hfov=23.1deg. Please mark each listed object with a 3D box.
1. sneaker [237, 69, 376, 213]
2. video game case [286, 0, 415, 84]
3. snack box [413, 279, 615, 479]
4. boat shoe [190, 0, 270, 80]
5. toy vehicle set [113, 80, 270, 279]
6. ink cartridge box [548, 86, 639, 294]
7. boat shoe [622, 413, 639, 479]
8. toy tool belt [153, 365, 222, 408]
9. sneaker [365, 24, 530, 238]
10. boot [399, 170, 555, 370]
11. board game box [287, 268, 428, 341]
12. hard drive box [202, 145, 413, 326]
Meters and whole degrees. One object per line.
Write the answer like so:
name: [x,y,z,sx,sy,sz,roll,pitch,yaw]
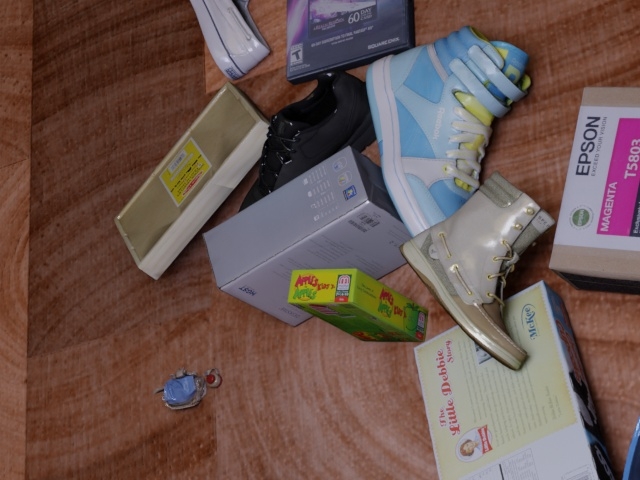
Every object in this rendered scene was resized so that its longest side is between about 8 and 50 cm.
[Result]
sneaker: [-0.037,-0.112,2.086,0.109,0.130,0.286,38,96,36]
video game case: [0.039,-0.366,2.199,0.196,0.026,0.274,-13,66,29]
snack box: [0.219,0.215,1.785,0.187,0.060,0.322,-29,43,21]
boat shoe: [-0.139,-0.354,2.279,0.084,0.095,0.258,-29,69,16]
toy vehicle set: [-0.178,-0.087,2.188,0.267,0.035,0.166,-49,31,8]
ink cartridge box: [0.384,-0.057,1.814,0.193,0.088,0.235,4,75,33]
boat shoe: [0.398,0.183,1.697,0.089,0.109,0.258,19,92,20]
toy tool belt: [-0.179,0.196,2.108,0.083,0.051,0.052,-25,60,23]
sneaker: [0.182,-0.135,1.954,0.208,0.127,0.319,-27,60,24]
boot: [0.210,0.031,1.816,0.165,0.077,0.213,-40,56,2]
board game box: [0.048,0.081,1.921,0.092,0.181,0.043,-1,71,33]
hard drive box: [0.000,0.000,1.986,0.232,0.181,0.089,-30,58,19]
